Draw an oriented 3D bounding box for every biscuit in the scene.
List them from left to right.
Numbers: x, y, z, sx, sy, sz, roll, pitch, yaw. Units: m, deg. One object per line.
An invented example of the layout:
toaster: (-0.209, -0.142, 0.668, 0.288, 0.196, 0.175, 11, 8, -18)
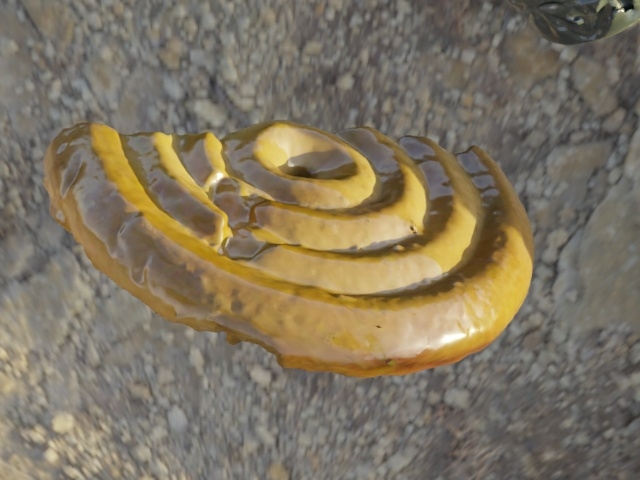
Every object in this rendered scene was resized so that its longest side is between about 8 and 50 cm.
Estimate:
biscuit: (0.000, -0.001, 0.692, 0.224, 0.033, 0.144, 3, 39, -22)

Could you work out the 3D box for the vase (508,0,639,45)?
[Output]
vase: (0.108, -0.248, 0.908, 0.251, 0.301, 0.156, -14, 44, 29)
